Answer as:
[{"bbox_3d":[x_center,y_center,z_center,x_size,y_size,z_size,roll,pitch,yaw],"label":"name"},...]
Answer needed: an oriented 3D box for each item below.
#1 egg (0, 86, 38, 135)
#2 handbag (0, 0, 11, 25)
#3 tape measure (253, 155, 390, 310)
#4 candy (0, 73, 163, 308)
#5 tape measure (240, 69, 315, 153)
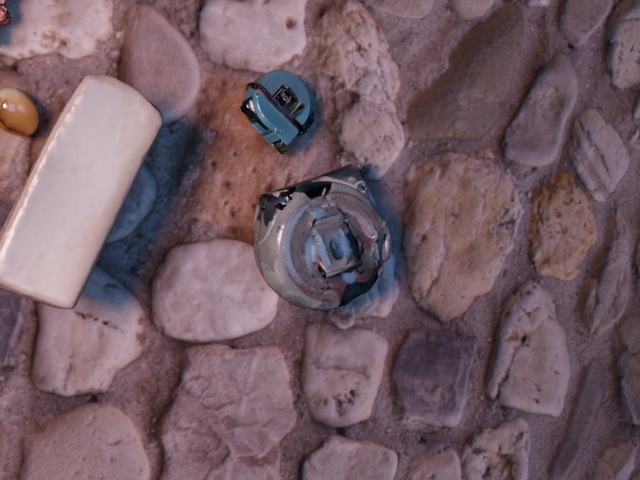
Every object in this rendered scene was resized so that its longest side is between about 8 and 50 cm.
[{"bbox_3d":[-0.505,-0.211,1.109,0.071,0.071,0.083,-44,124,-15],"label":"egg"},{"bbox_3d":[-0.565,-0.435,1.070,0.157,0.059,0.212,14,90,-23],"label":"handbag"},{"bbox_3d":[0.000,0.000,1.308,0.256,0.147,0.275,-21,101,-20],"label":"tape measure"},{"bbox_3d":[-0.400,-0.080,1.091,0.145,0.208,0.358,27,83,-24],"label":"candy"},{"bbox_3d":[-0.080,-0.258,1.288,0.146,0.081,0.125,45,66,-21],"label":"tape measure"}]
